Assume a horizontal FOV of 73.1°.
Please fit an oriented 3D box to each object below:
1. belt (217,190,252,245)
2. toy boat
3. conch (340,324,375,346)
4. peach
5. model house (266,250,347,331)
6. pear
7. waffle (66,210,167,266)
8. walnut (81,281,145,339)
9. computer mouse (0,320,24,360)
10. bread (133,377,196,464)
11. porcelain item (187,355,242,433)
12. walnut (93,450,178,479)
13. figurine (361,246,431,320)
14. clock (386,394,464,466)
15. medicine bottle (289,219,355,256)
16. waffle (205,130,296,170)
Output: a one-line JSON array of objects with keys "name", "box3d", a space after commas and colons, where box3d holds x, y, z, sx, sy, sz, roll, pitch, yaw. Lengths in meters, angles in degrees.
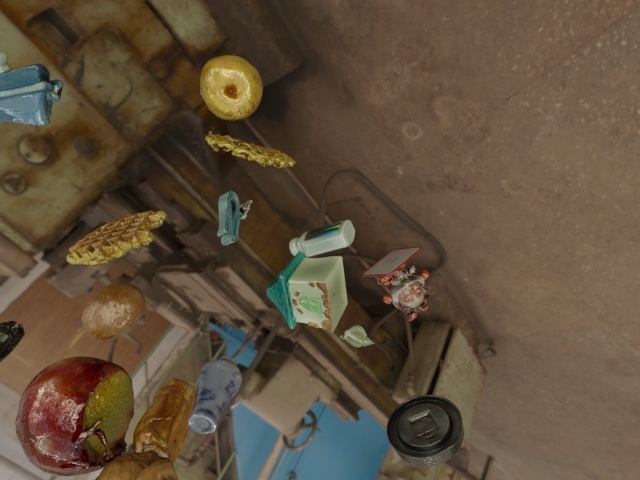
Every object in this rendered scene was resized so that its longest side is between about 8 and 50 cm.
[{"name": "belt", "box3d": [-0.269, -0.063, 1.331, 0.065, 0.179, 0.100, -21, 146, 32]}, {"name": "toy boat", "box3d": [-0.405, -0.199, 0.529, 0.238, 0.109, 0.098, 15, 117, 26]}, {"name": "conch", "box3d": [0.167, 0.419, 1.866, 0.180, 0.088, 0.065, 21, -174, -27]}, {"name": "peach", "box3d": [-0.787, 0.561, 1.384, 0.310, 0.335, 0.406, 2, 138, -3]}, {"name": "model house", "box3d": [-0.032, 0.098, 0.855, 0.149, 0.100, 0.127, 4, 120, 23]}, {"name": "pear", "box3d": [-0.238, -0.406, 1.150, 0.178, 0.178, 0.178, 24, 149, 15]}, {"name": "waffle", "box3d": [-0.605, -0.012, 1.298, 0.282, 0.300, 0.058, -6, 118, 20]}, {"name": "walnut", "box3d": [-0.681, 0.235, 1.426, 0.167, 0.207, 0.167, 30, 159, 12]}, {"name": "computer mouse", "box3d": [-1.219, 0.397, 1.606, 0.146, 0.241, 0.077, 29, 130, -3]}, {"name": "bread", "box3d": [-0.522, 0.617, 1.468, 0.132, 0.294, 0.166, -7, 113, 3]}, {"name": "porcelain item", "box3d": [-0.335, 0.481, 1.381, 0.141, 0.259, 0.141, 3, 118, 5]}, {"name": "walnut", "box3d": [-0.504, 0.694, 1.164, 0.224, 0.257, 0.257, 37, 151, 13]}, {"name": "figurine", "box3d": [0.287, 0.165, 1.466, 0.160, 0.183, 0.226, -8, 113, 59]}, {"name": "clock", "box3d": [0.253, 0.455, 1.041, 0.184, 0.184, 0.040, 0, 121, 43]}, {"name": "medicine bottle", "box3d": [0.000, 0.000, 1.507, 0.229, 0.121, 0.083, -15, 113, 27]}, {"name": "waffle", "box3d": [-0.217, -0.280, 1.369, 0.281, 0.060, 0.262, 16, -170, -3]}]
